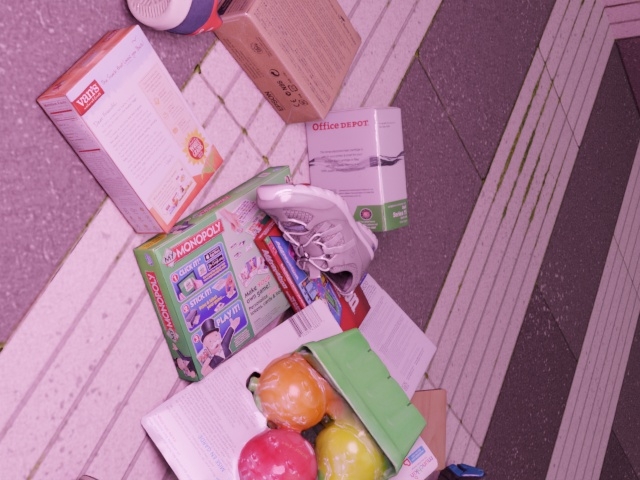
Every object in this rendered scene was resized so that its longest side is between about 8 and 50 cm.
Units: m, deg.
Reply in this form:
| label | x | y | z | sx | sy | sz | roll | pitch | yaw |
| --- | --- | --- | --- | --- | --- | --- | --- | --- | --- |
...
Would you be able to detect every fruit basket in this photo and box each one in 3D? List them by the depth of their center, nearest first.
| label | x | y | z | sx | sy | sz | roll | pitch | yaw |
| --- | --- | --- | --- | --- | --- | --- | --- | --- | --- |
| fruit basket | -0.035 | 0.304 | 1.216 | 0.353 | 0.165 | 0.327 | -33 | 82 | -27 |

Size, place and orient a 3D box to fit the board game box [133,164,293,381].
| label | x | y | z | sx | sy | sz | roll | pitch | yaw |
| --- | --- | --- | --- | --- | --- | --- | --- | --- | --- |
| board game box | -0.127 | 0.040 | 1.254 | 0.317 | 0.046 | 0.213 | -37 | 118 | -46 |

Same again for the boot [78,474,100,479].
| label | x | y | z | sx | sy | sz | roll | pitch | yaw |
| --- | --- | --- | --- | --- | --- | --- | --- | --- | --- |
| boot | -0.295 | 0.432 | 1.012 | 0.179 | 0.085 | 0.236 | -38 | 120 | -43 |

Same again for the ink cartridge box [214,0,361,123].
| label | x | y | z | sx | sy | sz | roll | pitch | yaw |
| --- | --- | --- | --- | --- | --- | --- | --- | --- | --- |
| ink cartridge box | -0.049 | -0.336 | 1.317 | 0.234 | 0.088 | 0.193 | 50 | 52 | -39 |

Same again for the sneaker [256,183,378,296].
| label | x | y | z | sx | sy | sz | roll | pitch | yaw |
| --- | --- | --- | --- | --- | --- | --- | --- | --- | --- |
| sneaker | 0.000 | 0.000 | 1.251 | 0.281 | 0.105 | 0.115 | 35 | 63 | -46 |

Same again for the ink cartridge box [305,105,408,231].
| label | x | y | z | sx | sy | sz | roll | pitch | yaw |
| --- | --- | --- | --- | --- | --- | --- | --- | --- | --- |
| ink cartridge box | 0.063 | -0.122 | 1.410 | 0.087 | 0.153 | 0.208 | -14 | 102 | -52 |

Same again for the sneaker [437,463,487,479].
| label | x | y | z | sx | sy | sz | roll | pitch | yaw |
| --- | --- | --- | --- | --- | --- | --- | --- | --- | --- |
| sneaker | 0.246 | 0.577 | 1.676 | 0.341 | 0.125 | 0.139 | -8 | 101 | -50 |

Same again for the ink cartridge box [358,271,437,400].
| label | x | y | z | sx | sy | sz | roll | pitch | yaw |
| --- | --- | --- | --- | --- | --- | --- | --- | --- | --- |
| ink cartridge box | 0.097 | 0.210 | 1.524 | 0.224 | 0.045 | 0.223 | 48 | 51 | -16 |

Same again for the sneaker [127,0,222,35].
| label | x | y | z | sx | sy | sz | roll | pitch | yaw |
| --- | --- | --- | --- | --- | --- | --- | --- | --- | --- |
| sneaker | -0.182 | -0.455 | 1.129 | 0.148 | 0.131 | 0.349 | 2 | 95 | -59 |

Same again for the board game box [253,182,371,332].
| label | x | y | z | sx | sy | sz | roll | pitch | yaw |
| --- | --- | --- | --- | --- | --- | --- | --- | --- | --- |
| board game box | -0.005 | 0.059 | 1.354 | 0.145 | 0.027 | 0.281 | -55 | 131 | -38 |

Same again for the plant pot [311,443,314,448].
| label | x | y | z | sx | sy | sz | roll | pitch | yaw |
| --- | --- | --- | --- | --- | --- | --- | --- | --- | --- |
| plant pot | -0.047 | 0.396 | 1.319 | 0.109 | 0.096 | 0.108 | -42 | 122 | -43 |

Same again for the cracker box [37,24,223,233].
| label | x | y | z | sx | sy | sz | roll | pitch | yaw |
| --- | --- | --- | --- | --- | --- | --- | --- | --- | --- |
| cracker box | -0.243 | -0.143 | 1.086 | 0.155 | 0.067 | 0.232 | -58 | 133 | -35 |

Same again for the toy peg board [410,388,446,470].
| label | x | y | z | sx | sy | sz | roll | pitch | yaw |
| --- | --- | --- | --- | --- | --- | --- | --- | --- | --- |
| toy peg board | 0.166 | 0.376 | 1.625 | 0.161 | 0.079 | 0.161 | 3 | 87 | -36 |
